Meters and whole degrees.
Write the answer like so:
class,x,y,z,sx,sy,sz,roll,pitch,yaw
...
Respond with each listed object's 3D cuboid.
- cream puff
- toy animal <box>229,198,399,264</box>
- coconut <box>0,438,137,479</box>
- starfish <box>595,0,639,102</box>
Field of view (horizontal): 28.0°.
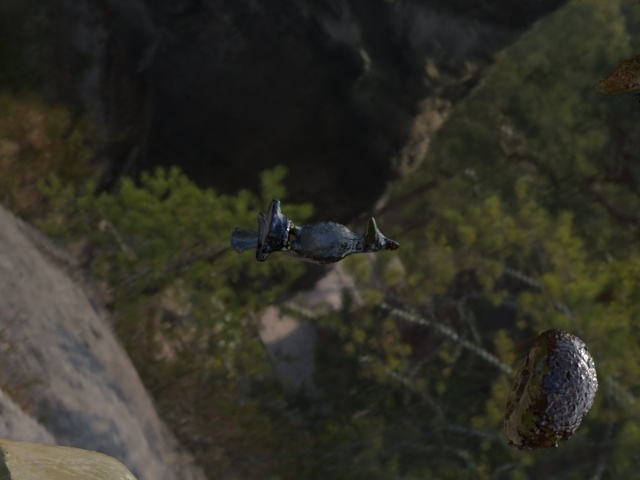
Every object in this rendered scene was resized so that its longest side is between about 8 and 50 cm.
class,x,y,z,sx,sy,sz,roll,pitch,yaw
cream puff,0.266,0.177,1.464,0.084,0.149,0.149,23,39,4
toy animal,-0.004,-0.002,1.533,0.202,0.105,0.070,2,77,-8
coconut,-0.332,0.364,1.407,0.329,0.329,0.329,32,44,-37
starfish,0.215,-0.119,0.677,0.053,0.208,0.176,-25,127,-28
